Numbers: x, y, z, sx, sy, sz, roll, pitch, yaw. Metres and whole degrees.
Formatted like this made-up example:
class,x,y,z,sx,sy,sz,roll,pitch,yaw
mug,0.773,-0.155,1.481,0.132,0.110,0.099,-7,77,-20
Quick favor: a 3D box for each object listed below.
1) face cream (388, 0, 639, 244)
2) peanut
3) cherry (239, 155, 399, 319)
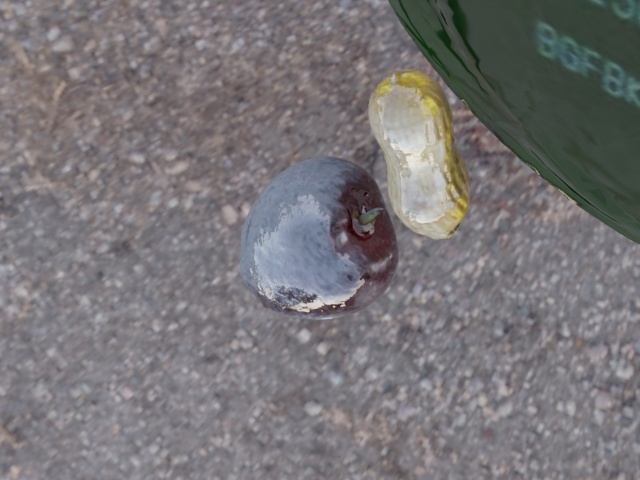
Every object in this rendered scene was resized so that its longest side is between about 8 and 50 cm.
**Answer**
class,x,y,z,sx,sy,sz,roll,pitch,yaw
face cream,0.191,-0.172,0.351,0.312,0.357,0.219,44,164,-9
peanut,0.101,-0.083,1.281,0.087,0.087,0.207,-1,135,21
cherry,0.000,0.000,2.016,0.296,0.218,0.255,-23,92,34
